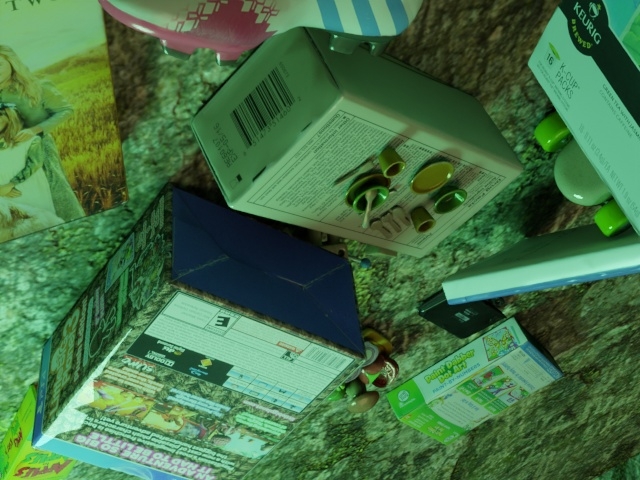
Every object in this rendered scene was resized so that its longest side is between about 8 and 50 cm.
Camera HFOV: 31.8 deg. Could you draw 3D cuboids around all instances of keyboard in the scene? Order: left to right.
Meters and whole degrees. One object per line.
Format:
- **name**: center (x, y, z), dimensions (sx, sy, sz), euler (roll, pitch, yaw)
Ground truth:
- **keyboard**: center (0.219, 0.096, 1.644), dimensions (0.108, 0.023, 0.180), euler (-30, 152, 18)

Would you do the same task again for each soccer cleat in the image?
- **soccer cleat**: center (-0.027, -0.217, 0.835), dimensions (0.331, 0.116, 0.143), euler (-15, 137, -52)

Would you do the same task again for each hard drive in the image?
- **hard drive**: center (0.335, 0.012, 1.382), dimensions (0.318, 0.040, 0.210), euler (-15, -175, 45)

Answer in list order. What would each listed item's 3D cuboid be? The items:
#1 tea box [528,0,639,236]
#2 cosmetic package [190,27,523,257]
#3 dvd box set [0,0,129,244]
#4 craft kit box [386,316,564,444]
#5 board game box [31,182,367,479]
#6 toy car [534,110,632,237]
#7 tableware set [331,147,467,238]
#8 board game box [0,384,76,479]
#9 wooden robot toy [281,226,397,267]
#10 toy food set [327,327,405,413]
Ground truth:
- **tea box**: center (0.400, -0.196, 0.886), dimensions (0.329, 0.220, 0.323), euler (-14, 149, -22)
- **cosmetic package**: center (0.044, -0.091, 1.106), dimensions (0.160, 0.113, 0.309), euler (-42, 148, 24)
- **dvd box set**: center (-0.303, -0.113, 0.814), dimensions (0.307, 0.062, 0.420), euler (-19, 153, -16)
- **craft kit box**: center (0.264, 0.242, 1.881), dimensions (0.246, 0.061, 0.250), euler (-35, 150, 9)
- **board game box**: center (-0.133, 0.119, 1.190), dimensions (0.232, 0.141, 0.291), euler (24, 127, -27)
- **toy car**: center (0.365, -0.092, 1.343), dimensions (0.149, 0.155, 0.188), euler (-37, 159, 17)
- **tableware set**: center (0.083, -0.044, 1.076), dimensions (0.104, 0.024, 0.154), euler (-33, 150, 10)
- **board game box**: center (-0.336, 0.241, 1.395), dimensions (0.092, 0.043, 0.181), euler (-3, 143, -37)
- **wooden robot toy**: center (0.000, 0.000, 1.290), dimensions (0.173, 0.076, 0.079), euler (-7, -179, -32)
- **toy food set**: center (0.056, 0.198, 1.621), dimensions (0.128, 0.071, 0.218), euler (-34, 150, 13)
